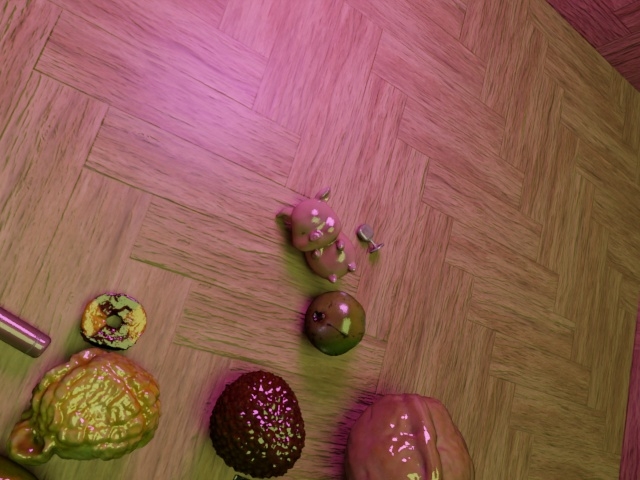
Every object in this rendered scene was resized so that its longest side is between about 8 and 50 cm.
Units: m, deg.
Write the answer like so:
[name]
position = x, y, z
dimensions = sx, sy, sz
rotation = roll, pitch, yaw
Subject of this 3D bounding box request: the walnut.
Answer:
[walnut]
position = 0.244, 0.618, 1.288
dimensions = 0.381, 0.381, 0.381
rotation = 3, 85, -31

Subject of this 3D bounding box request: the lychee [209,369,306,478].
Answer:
[lychee]
position = -0.152, 0.450, 1.125
dimensions = 0.236, 0.271, 0.235
rotation = -16, 122, -27

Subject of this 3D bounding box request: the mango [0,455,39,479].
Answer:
[mango]
position = -0.624, 0.542, 0.893
dimensions = 0.177, 0.176, 0.329
rotation = -26, 81, -52

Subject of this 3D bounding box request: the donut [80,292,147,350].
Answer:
[donut]
position = -0.477, 0.186, 1.056
dimensions = 0.141, 0.059, 0.140
rotation = 3, 85, -30

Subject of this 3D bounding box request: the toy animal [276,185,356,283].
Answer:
[toy animal]
position = 0.007, -0.007, 1.304
dimensions = 0.166, 0.154, 0.250
rotation = -30, 107, -6

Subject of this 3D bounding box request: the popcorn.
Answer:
[popcorn]
position = -0.486, 0.343, 0.977
dimensions = 0.286, 0.174, 0.225
rotation = 4, 76, -22

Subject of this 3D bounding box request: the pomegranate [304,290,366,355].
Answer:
[pomegranate]
position = 0.057, 0.228, 1.315
dimensions = 0.211, 0.179, 0.179
rotation = -12, 92, -51

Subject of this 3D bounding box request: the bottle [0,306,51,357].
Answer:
[bottle]
position = -0.640, 0.191, 0.962
dimensions = 0.140, 0.053, 0.053
rotation = 42, 67, -21

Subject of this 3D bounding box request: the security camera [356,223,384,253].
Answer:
[security camera]
position = 0.154, -0.009, 1.458
dimensions = 0.058, 0.058, 0.092
rotation = -35, 91, -28

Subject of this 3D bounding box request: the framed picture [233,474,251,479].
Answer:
[framed picture]
position = -0.196, 0.822, 1.202
dimensions = 0.255, 0.014, 0.338
rotation = 34, 70, -23
